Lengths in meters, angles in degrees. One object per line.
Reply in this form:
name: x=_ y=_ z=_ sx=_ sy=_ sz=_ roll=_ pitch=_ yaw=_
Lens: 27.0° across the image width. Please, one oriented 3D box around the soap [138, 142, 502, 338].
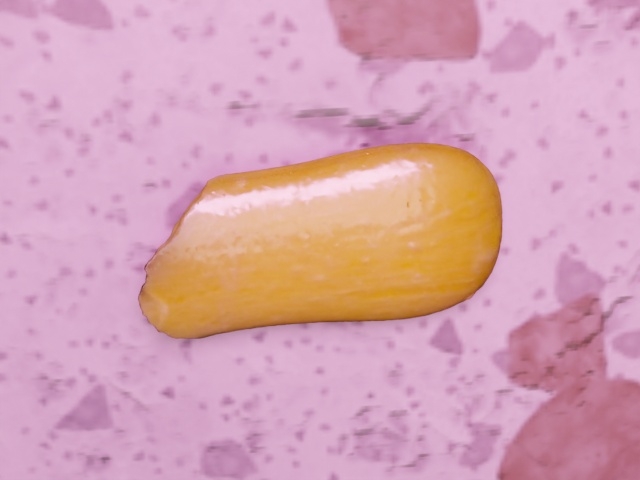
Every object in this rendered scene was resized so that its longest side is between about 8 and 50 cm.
soap: x=0.000 y=0.000 z=0.609 sx=0.169 sy=0.033 sz=0.089 roll=-4 pitch=113 yaw=-4
